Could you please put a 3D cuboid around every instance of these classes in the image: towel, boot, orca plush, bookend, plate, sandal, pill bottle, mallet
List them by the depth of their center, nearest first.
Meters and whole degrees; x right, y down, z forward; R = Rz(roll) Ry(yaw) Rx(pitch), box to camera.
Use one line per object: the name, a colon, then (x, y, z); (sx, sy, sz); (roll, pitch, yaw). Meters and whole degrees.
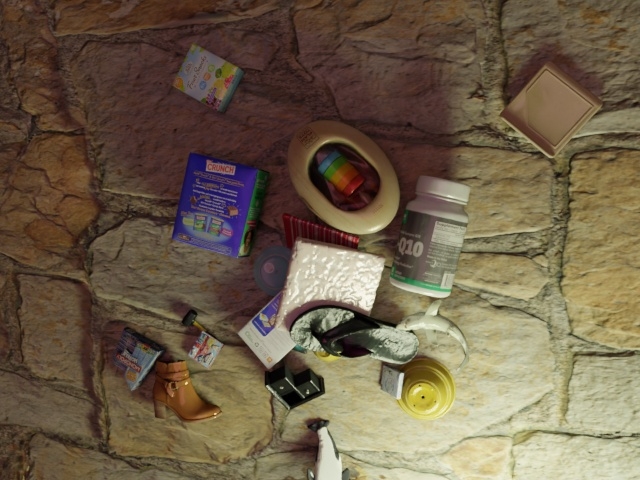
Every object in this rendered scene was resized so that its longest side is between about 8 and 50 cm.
pill bottle: (0.357, -0.015, 1.699); (0.204, 0.204, 0.362); (13, 95, 12)
sandal: (0.121, 0.319, 1.735); (0.445, 0.107, 0.168); (10, 104, -10)
towel: (0.030, 0.167, 1.749); (0.316, 0.053, 0.332); (10, 109, -14)
towel: (0.000, 0.000, 1.803); (0.274, 0.199, 0.031); (18, 61, 12)
bookend: (-0.089, 0.500, 1.852); (0.157, 0.072, 0.156); (-28, 121, 12)
orca plush: (0.006, 0.797, 1.863); (0.151, 0.102, 0.287); (-13, 62, -22)
plate: (-0.159, 0.113, 1.917); (0.188, 0.024, 0.188); (1, 93, 13)
boot: (-0.502, 0.560, 1.985); (0.283, 0.109, 0.220); (0, 88, 20)
mallet: (-0.446, 0.348, 1.990); (0.062, 0.039, 0.190); (-43, 87, 12)

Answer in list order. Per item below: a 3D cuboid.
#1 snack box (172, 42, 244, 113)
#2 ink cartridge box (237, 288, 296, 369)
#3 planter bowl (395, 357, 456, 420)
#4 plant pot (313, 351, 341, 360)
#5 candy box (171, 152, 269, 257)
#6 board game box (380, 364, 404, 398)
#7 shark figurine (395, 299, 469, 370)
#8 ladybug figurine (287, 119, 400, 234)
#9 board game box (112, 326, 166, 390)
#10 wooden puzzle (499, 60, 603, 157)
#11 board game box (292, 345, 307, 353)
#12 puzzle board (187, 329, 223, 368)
snack box: (-0.410, -0.591, 1.925); (0.207, 0.070, 0.175); (30, 99, 12)
ink cartridge box: (-0.106, 0.267, 1.862); (0.371, 0.069, 0.176); (-44, 81, 10)
planter bowl: (0.347, 0.516, 1.780); (0.217, 0.090, 0.217); (1, 92, 14)
plant pot: (0.023, 0.367, 1.847); (0.134, 0.095, 0.134); (1, 93, 13)
candy box: (-0.354, -0.126, 1.865); (0.268, 0.122, 0.318); (16, 97, 13)
board game box: (0.245, 0.485, 1.810); (0.020, 0.090, 0.090); (5, 95, -32)
shark figurine: (0.410, 0.292, 1.747); (0.278, 0.116, 0.166); (33, 103, 2)
ladybug figurine: (0.075, -0.210, 1.768); (0.305, 0.162, 0.449); (-41, 79, 3)
board game box: (-0.722, 0.467, 2.038); (0.194, 0.060, 0.194); (24, 97, 15)
wooden puzzle: (0.731, -0.417, 1.682); (0.221, 0.044, 0.239); (43, 96, 9)
board game box: (-0.123, 0.322, 1.915); (0.186, 0.026, 0.126); (16, 96, 12)
puzzle board: (-0.433, 0.413, 1.982); (0.096, 0.011, 0.128); (33, 109, 2)
